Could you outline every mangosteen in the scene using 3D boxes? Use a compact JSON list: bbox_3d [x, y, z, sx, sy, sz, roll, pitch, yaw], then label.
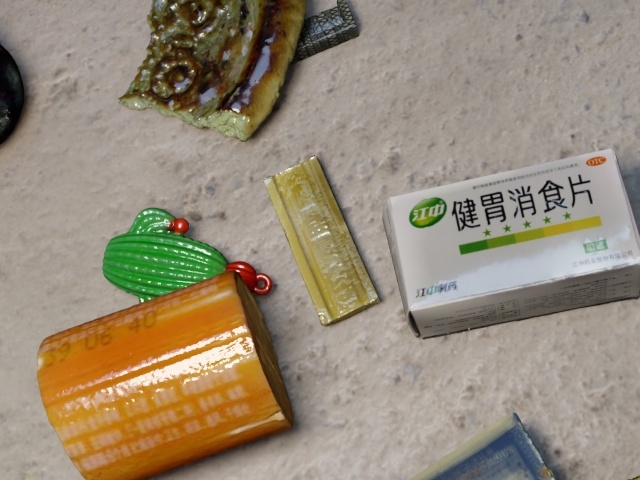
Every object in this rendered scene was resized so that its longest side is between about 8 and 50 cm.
[{"bbox_3d":[-0.574,-0.232,1.892,0.243,0.243,0.242,-4,69,10],"label":"mangosteen"}]

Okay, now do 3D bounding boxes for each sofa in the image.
[{"bbox_3d":[-0.005,-0.327,1.898,0.118,0.039,0.060,-22,66,2],"label":"sofa"}]

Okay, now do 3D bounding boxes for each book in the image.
[{"bbox_3d":[0.232,0.408,1.533,0.228,0.018,0.322,-36,59,15],"label":"book"}]

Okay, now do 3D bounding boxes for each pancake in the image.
[{"bbox_3d":[-0.163,-0.356,1.906,0.305,0.067,0.426,3,71,25],"label":"pancake"}]

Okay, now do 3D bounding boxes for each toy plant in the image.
[{"bbox_3d":[-0.204,0.056,1.772,0.240,0.088,0.154,34,91,10],"label":"toy plant"}]

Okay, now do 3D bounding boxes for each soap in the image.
[{"bbox_3d":[0.000,0.000,1.776,0.092,0.037,0.252,-24,68,3],"label":"soap"}]

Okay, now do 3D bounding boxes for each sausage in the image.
[{"bbox_3d":[-0.206,0.190,1.645,0.287,0.233,0.233,-19,67,2],"label":"sausage"}]

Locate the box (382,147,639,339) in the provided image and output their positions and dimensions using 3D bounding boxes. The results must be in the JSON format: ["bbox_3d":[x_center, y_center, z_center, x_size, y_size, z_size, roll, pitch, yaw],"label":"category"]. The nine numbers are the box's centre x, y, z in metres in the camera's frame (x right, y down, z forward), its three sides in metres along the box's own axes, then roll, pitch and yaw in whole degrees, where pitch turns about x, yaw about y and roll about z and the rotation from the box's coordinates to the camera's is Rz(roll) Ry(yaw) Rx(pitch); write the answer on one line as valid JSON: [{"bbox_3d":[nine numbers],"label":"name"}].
[{"bbox_3d":[0.260,0.010,1.663,0.333,0.145,0.173,-12,66,7],"label":"box"}]

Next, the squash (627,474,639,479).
[{"bbox_3d":[0.392,0.391,1.505,0.123,0.123,0.186,-17,67,5],"label":"squash"}]
